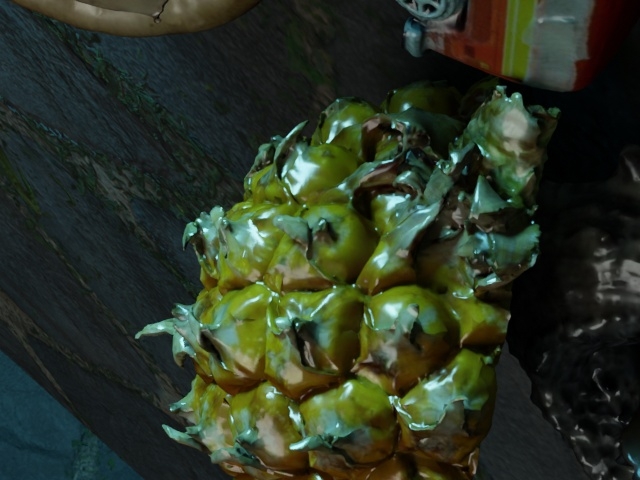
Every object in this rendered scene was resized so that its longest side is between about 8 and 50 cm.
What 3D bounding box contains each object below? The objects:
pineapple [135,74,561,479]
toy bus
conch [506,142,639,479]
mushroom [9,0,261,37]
[{"bbox_3d":[0.001,-0.002,0.756,0.209,0.344,0.286,7,143,-5],"label":"pineapple"},{"bbox_3d":[0.110,-0.186,0.593,0.120,0.121,0.265,28,151,17],"label":"toy bus"},{"bbox_3d":[0.217,0.057,0.756,0.313,0.186,0.240,44,157,61],"label":"conch"},{"bbox_3d":[-0.136,-0.226,0.820,0.278,0.146,0.278,4,156,2],"label":"mushroom"}]
